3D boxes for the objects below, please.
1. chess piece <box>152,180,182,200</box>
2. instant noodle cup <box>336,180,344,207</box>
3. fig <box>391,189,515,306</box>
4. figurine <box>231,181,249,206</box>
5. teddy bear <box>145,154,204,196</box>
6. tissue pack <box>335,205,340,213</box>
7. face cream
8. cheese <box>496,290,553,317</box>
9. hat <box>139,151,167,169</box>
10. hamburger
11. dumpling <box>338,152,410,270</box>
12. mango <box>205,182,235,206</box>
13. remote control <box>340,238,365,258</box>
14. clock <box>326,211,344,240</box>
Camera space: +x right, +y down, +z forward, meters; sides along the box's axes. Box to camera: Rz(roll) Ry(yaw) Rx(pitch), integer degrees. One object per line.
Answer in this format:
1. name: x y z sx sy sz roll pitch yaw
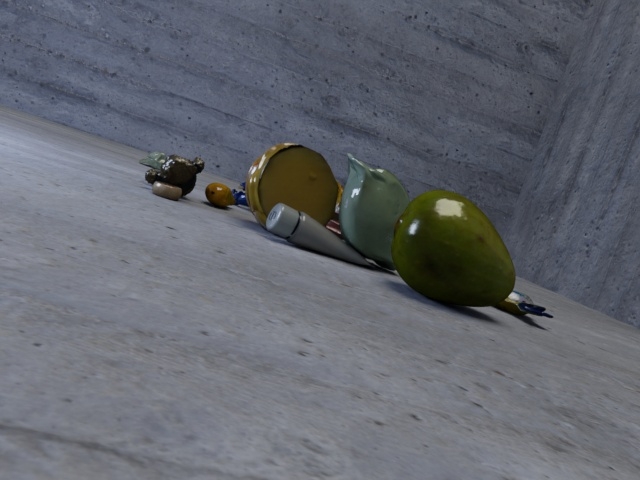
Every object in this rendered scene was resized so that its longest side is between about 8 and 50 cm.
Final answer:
1. chess piece: -0.441 -0.143 1.629 0.083 0.038 0.083 20 5 -2
2. instant noodle cup: 0.080 -0.166 2.755 0.172 0.216 0.215 24 1 -38
3. fig: 0.326 0.035 1.377 0.326 0.258 0.258 36 6 0
4. figurine: -0.216 -0.149 2.100 0.262 0.121 0.164 3 -6 17
5. teddy bear: -0.441 -0.199 1.746 0.129 0.181 0.251 59 -16 -11
6. tissue pack: 0.169 -0.060 2.365 0.242 0.126 0.343 21 8 7
7. face cream: 0.000 0.000 1.547 0.314 0.089 0.143 28 0 -26
8. cheese: 0.574 0.184 1.637 0.156 0.064 0.250 16 4 -15
9. hat: -0.745 -0.362 2.593 0.166 0.081 0.122 10 -4 42
10. hamburger: -0.102 -0.143 1.671 0.276 0.277 0.236 16 -2 -26
11. dumpling: 0.158 -0.075 1.619 0.211 0.321 0.270 10 10 8
12. mango: -0.330 -0.149 1.865 0.098 0.075 0.190 34 3 2
13. remote control: 0.084 0.025 1.760 0.065 0.029 0.166 17 6 -21
14. clock: 0.084 -0.031 2.038 0.318 0.080 0.318 24 11 -5
